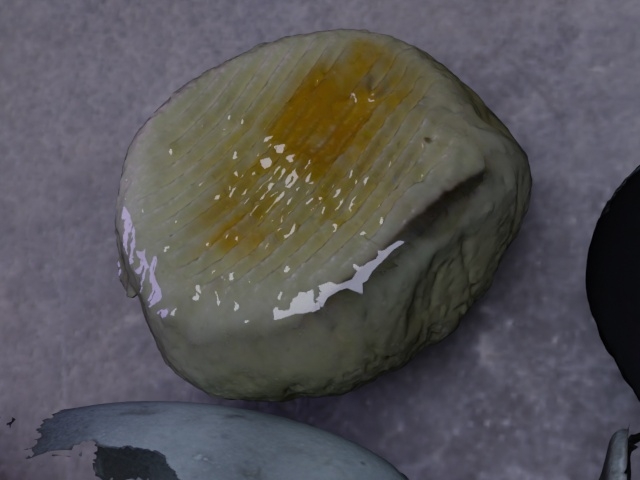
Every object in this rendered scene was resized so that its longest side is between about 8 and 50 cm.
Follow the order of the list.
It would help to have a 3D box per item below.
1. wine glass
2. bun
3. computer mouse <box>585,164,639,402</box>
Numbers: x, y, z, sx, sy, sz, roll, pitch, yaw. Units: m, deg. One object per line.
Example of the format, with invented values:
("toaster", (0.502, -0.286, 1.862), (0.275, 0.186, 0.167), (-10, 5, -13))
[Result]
("wine glass", (0.003, 0.181, 0.943), (0.357, 0.190, 0.190), (1, 74, 9))
("bun", (0.000, 0.000, 1.013), (0.244, 0.153, 0.244), (-11, 47, 12))
("computer mouse", (0.224, 0.014, 0.918), (0.170, 0.100, 0.269), (-41, 31, 12))
